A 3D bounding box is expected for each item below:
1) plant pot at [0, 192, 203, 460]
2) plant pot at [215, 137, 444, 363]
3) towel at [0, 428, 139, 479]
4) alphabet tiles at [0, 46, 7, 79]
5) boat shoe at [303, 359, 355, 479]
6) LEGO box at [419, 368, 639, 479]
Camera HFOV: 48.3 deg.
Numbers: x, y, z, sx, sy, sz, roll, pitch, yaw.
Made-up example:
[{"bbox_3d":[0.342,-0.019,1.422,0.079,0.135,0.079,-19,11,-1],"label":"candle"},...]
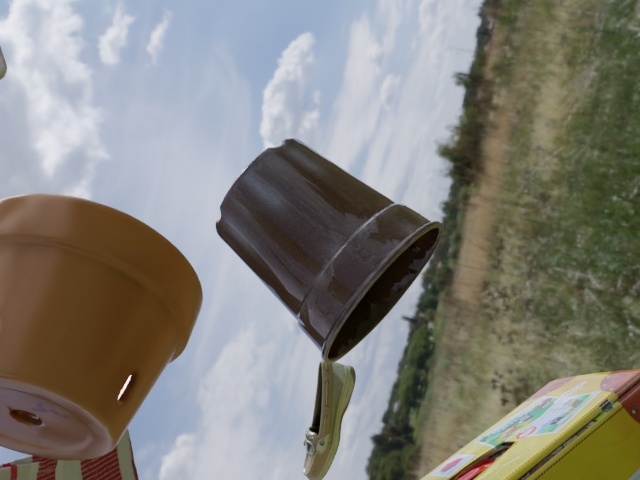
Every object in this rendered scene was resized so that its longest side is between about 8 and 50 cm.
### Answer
[{"bbox_3d":[-0.303,0.117,0.824,0.291,0.290,0.204,90,-171,-50],"label":"plant pot"},{"bbox_3d":[0.000,0.000,0.675,0.167,0.165,0.167,-45,-17,-17],"label":"plant pot"},{"bbox_3d":[-0.389,0.433,1.088,0.329,0.037,0.237,-2,-104,-61],"label":"towel"},{"bbox_3d":[-0.527,-0.240,0.829,0.021,0.277,0.284,-154,48,-76],"label":"alphabet tiles"},{"bbox_3d":[0.001,0.228,0.905,0.056,0.048,0.153,-158,85,-74],"label":"boat shoe"},{"bbox_3d":[0.239,0.432,0.788,0.500,0.373,0.193,-27,-5,-26],"label":"LEGO box"}]
